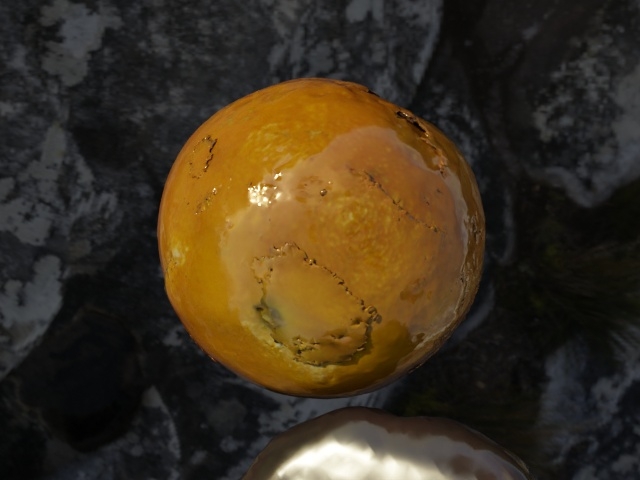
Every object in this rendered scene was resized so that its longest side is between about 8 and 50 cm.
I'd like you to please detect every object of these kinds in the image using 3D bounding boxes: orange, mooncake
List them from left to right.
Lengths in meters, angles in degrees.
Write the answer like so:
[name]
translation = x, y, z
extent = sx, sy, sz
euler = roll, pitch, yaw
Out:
[orange]
translation = 0.000, 0.000, 0.783
extent = 0.246, 0.246, 0.246
euler = -8, 104, -34
[mooncake]
translation = 0.048, 0.260, 0.723
extent = 0.283, 0.283, 0.141
euler = -63, 151, -8
